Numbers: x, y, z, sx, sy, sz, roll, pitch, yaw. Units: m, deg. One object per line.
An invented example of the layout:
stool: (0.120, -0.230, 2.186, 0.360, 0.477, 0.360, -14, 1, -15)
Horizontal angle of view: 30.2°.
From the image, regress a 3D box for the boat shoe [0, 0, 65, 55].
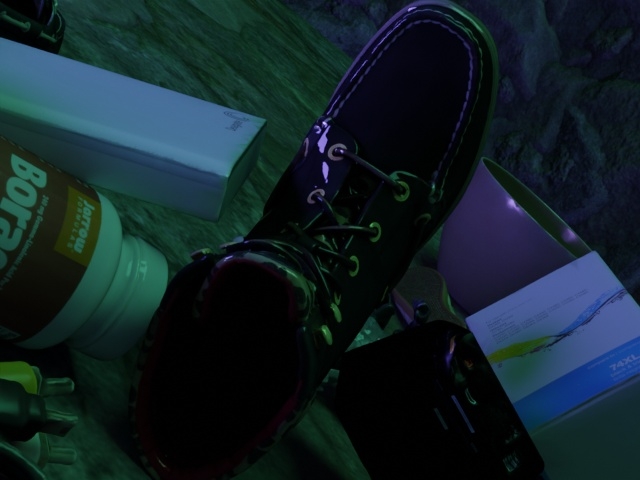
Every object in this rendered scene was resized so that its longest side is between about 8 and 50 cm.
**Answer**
boat shoe: (-0.319, -0.234, 1.237, 0.114, 0.091, 0.302, 41, 15, -9)

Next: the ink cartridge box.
ink cartridge box: (0.328, 0.185, 1.442, 0.198, 0.197, 0.270, 58, 7, -26)

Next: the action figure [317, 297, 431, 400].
action figure: (0.031, 0.052, 1.189, 0.185, 0.099, 0.285, 23, 51, -45)

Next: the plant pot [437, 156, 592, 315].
plant pot: (0.300, 0.031, 1.916, 0.284, 0.191, 0.284, 39, 15, -13)

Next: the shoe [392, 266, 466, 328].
shoe: (0.142, 0.100, 1.587, 0.219, 0.077, 0.058, -110, -166, -65)

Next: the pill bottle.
pill bottle: (-0.213, -0.001, 0.792, 0.216, 0.121, 0.121, 32, 18, -35)

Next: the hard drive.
hard drive: (-0.227, -0.110, 0.934, 0.353, 0.047, 0.233, 18, 16, 0)

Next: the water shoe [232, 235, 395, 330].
water shoe: (-0.006, 0.039, 1.303, 0.203, 0.080, 0.073, 36, 16, -25)

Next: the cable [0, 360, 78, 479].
cable: (-0.244, 0.100, 0.612, 0.287, 0.072, 0.139, 17, 44, -34)

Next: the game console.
game console: (0.133, 0.237, 0.943, 0.361, 0.044, 0.213, 62, -26, 1)

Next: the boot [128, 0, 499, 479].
boot: (0.000, 0.000, 0.892, 0.138, 0.377, 0.284, 35, 20, 4)
